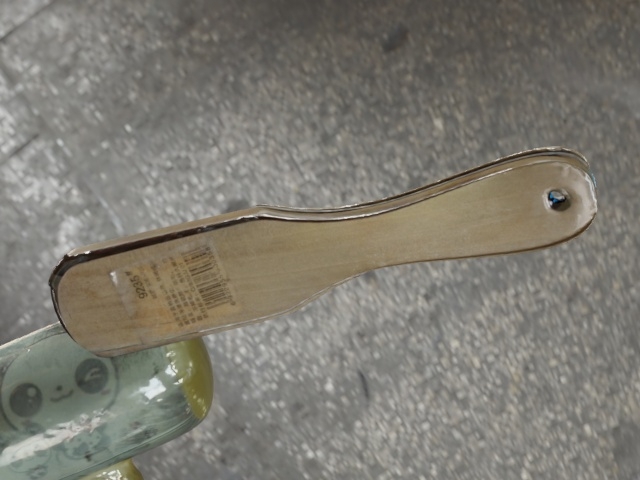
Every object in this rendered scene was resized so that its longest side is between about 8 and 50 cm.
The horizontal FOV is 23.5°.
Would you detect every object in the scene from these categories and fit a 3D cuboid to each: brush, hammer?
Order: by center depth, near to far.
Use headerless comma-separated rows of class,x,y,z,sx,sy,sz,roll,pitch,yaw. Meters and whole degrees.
brush,0.000,0.000,0.900,0.327,0.070,0.065,-13,16,16
hammer,-0.137,0.202,1.097,0.202,0.113,0.305,-23,96,1
